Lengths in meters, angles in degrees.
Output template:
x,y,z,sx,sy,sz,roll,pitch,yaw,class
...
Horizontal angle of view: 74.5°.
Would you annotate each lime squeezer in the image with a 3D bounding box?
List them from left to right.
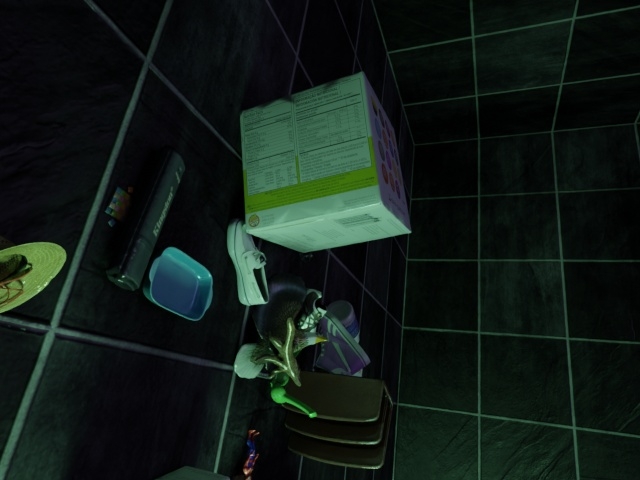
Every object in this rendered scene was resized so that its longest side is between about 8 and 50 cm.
x,y,z,sx,sy,sz,roll,pitch,yaw,class
-0.092,0.399,1.205,0.058,0.110,0.310,61,0,-20,lime squeezer

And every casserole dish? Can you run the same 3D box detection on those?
x,y,z,sx,sy,sz,roll,pitch,yaw,class
-0.280,0.087,0.826,0.188,0.037,0.114,53,42,-57,casserole dish

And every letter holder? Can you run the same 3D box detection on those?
x,y,z,sx,sy,sz,roll,pitch,yaw,class
0.039,0.524,1.240,0.152,0.302,0.214,67,31,-42,letter holder

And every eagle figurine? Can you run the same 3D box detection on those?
x,y,z,sx,sy,sz,roll,pitch,yaw,class
-0.093,0.253,1.143,0.226,0.225,0.298,-54,-162,11,eagle figurine

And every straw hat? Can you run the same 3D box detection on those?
x,y,z,sx,sy,sz,roll,pitch,yaw,class
-0.393,0.028,0.506,0.061,0.144,0.144,49,21,10,straw hat

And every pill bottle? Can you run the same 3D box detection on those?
x,y,z,sx,sy,sz,roll,pitch,yaw,class
0.091,0.329,1.621,0.112,0.112,0.186,-68,148,-43,pill bottle

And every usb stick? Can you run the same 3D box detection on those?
x,y,z,sx,sy,sz,roll,pitch,yaw,class
-0.304,-0.046,0.751,0.077,0.045,0.277,82,17,-62,usb stick

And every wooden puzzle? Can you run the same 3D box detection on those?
x,y,z,sx,sy,sz,roll,pitch,yaw,class
-0.340,-0.059,0.722,0.049,0.006,0.083,53,41,-55,wooden puzzle

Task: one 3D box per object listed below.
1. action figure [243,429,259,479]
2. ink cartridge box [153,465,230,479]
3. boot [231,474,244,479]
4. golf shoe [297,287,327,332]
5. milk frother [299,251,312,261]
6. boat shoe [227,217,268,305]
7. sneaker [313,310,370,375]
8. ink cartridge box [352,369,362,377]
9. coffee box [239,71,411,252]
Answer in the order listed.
x,y,z,sx,sy,sz,roll,pitch,yaw,class
-0.174,0.541,1.058,0.038,0.030,0.115,69,21,-50,action figure
-0.284,0.532,0.694,0.283,0.117,0.207,26,65,-65,ink cartridge box
-0.187,0.621,1.041,0.106,0.037,0.114,-25,108,-68,boot
-0.023,0.252,1.373,0.077,0.094,0.198,-45,132,-62,golf shoe
0.000,0.000,1.379,0.129,0.135,0.143,-17,105,-35,milk frother
-0.169,0.052,1.045,0.083,0.076,0.226,-44,129,-61,boat shoe
0.021,0.347,1.402,0.161,0.282,0.102,-34,128,-10,sneaker
0.065,0.573,1.546,0.197,0.114,0.272,49,44,-57,ink cartridge box
0.023,-0.177,1.126,0.338,0.338,0.334,25,56,-66,coffee box
